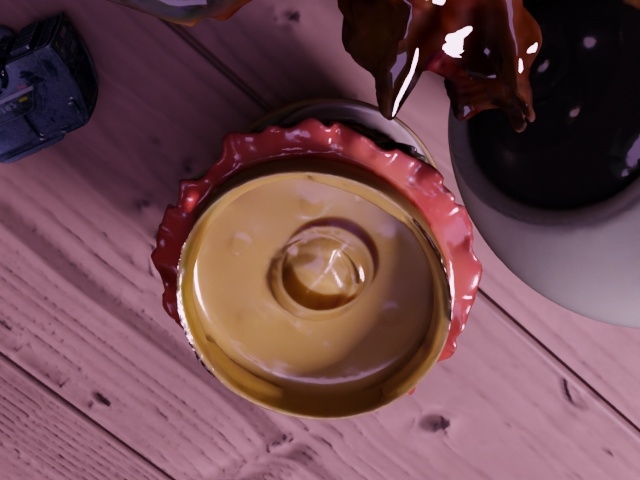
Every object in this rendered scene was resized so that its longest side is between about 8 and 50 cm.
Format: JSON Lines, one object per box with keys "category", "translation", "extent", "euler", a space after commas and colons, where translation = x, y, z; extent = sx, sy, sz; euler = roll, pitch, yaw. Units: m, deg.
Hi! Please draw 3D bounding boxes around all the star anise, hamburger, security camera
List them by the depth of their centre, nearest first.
{"category": "star anise", "translation": [0.020, -0.151, 0.505], "extent": [0.346, 0.148, 0.237], "euler": [-12, 95, 13]}
{"category": "security camera", "translation": [0.157, -0.061, 0.617], "extent": [0.195, 0.236, 0.194], "euler": [1, 123, 2]}
{"category": "hamburger", "translation": [0.002, 0.003, 0.718], "extent": [0.175, 0.137, 0.175], "euler": [2, 116, 4]}

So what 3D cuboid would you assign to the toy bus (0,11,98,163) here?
{"category": "toy bus", "translation": [-0.202, -0.067, 0.741], "extent": [0.166, 0.047, 0.065], "euler": [-21, 122, 16]}
